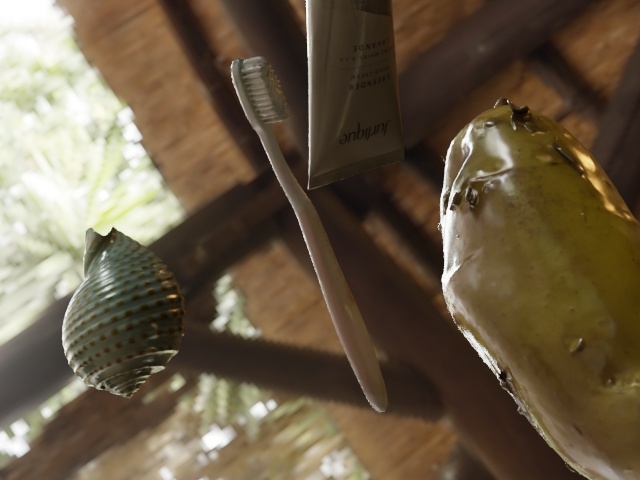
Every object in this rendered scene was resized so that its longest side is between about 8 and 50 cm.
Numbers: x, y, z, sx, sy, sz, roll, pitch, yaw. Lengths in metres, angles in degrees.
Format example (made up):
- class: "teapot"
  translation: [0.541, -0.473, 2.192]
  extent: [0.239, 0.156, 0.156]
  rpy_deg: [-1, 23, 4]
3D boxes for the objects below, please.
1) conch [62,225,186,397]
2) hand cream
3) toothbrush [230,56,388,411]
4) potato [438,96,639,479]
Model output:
- class: "conch"
  translation: [-0.095, 0.037, 0.891]
  extent: [0.057, 0.085, 0.076]
  rpy_deg: [7, -3, 27]
- class: "hand cream"
  translation: [0.021, -0.131, 1.162]
  extent: [0.054, 0.087, 0.186]
  rpy_deg: [22, -57, 47]
- class: "toothbrush"
  translation: [0.000, 0.000, 1.331]
  extent: [0.030, 0.025, 0.307]
  rpy_deg: [-7, -65, 36]
- class: "potato"
  translation: [0.168, 0.040, 1.207]
  extent: [0.173, 0.140, 0.300]
  rpy_deg: [12, 49, -58]
